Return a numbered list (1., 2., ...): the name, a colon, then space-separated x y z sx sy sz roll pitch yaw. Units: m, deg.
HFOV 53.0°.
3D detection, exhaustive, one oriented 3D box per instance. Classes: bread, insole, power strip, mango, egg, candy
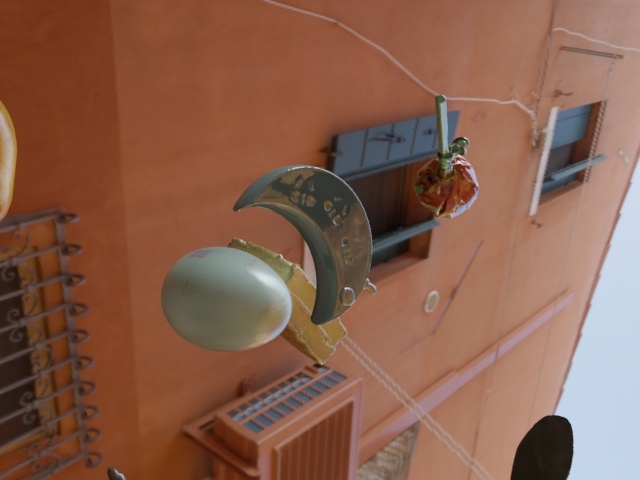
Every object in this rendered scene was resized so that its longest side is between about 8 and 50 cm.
1. bread: -0.090 0.120 1.379 0.246 0.111 0.239 24 -25 48
2. insole: 0.300 0.369 0.910 0.005 0.086 0.253 176 -69 -85
3. power strip: 0.000 0.000 0.904 0.054 0.167 0.253 -1 -50 55
4. mango: -0.508 -0.123 0.927 0.112 0.145 0.219 -12 -90 33
5. egg: -0.164 0.104 1.124 0.264 0.183 0.183 8 -70 36
6. candy: 0.142 -0.101 0.749 0.078 0.288 0.084 -46 -111 -3

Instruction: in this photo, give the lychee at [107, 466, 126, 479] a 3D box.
1. lychee: -0.147 0.292 0.552 0.165 0.165 0.197 -44 -129 44
